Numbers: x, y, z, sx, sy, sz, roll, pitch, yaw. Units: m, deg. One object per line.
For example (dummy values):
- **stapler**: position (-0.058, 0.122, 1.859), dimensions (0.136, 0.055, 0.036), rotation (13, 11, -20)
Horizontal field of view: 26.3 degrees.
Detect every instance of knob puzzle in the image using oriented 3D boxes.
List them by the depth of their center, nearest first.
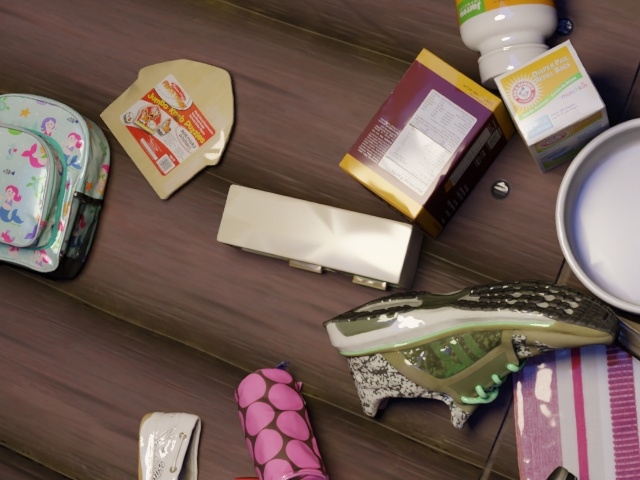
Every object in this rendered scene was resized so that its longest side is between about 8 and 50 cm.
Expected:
- **knob puzzle**: position (-0.208, -0.185, 2.050), dimensions (0.213, 0.030, 0.213), rotation (-2, 82, 14)

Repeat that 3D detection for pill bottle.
- **pill bottle**: position (0.255, -0.342, 1.901), dimensions (0.136, 0.136, 0.245), rotation (-10, 80, 12)

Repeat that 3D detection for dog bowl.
- **dog bowl**: position (0.451, -0.027, 1.827), dimensions (0.265, 0.104, 0.264), rotation (-2, 82, 14)

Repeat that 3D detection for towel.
- **towel**: position (0.426, 0.237, 1.835), dimensions (0.329, 0.037, 0.237), rotation (-4, 79, 12)

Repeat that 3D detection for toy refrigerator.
- **toy refrigerator**: position (0.000, 0.000, 1.937), dimensions (0.270, 0.102, 0.094), rotation (13, 86, 15)

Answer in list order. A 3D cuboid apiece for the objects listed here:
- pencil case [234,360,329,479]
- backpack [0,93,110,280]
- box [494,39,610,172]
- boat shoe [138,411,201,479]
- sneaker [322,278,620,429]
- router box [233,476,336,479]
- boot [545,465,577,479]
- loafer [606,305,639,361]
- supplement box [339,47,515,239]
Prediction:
- **pencil case**: position (-0.050, 0.269, 1.874), dimensions (0.095, 0.098, 0.209), rotation (-61, 32, 34)
- **backpack**: position (-0.437, -0.090, 2.021), dimensions (0.225, 0.191, 0.253), rotation (15, 81, 16)
- **box**: position (0.314, -0.176, 1.829), dimensions (0.114, 0.203, 0.103), rotation (-27, 77, 9)
- **boat shoe**: position (-0.204, 0.380, 1.937), dimensions (0.096, 0.098, 0.277), rotation (-5, 80, 14)
- **sneaker**: position (0.210, 0.160, 1.847), dimensions (0.410, 0.158, 0.182), rotation (-6, 102, 29)
- **router box**: position (0.028, 0.495, 1.872), dimensions (0.301, 0.082, 0.335), rotation (-2, 82, 14)
- **boot**: position (0.345, 0.418, 1.777), dimensions (0.179, 0.085, 0.236), rotation (21, 117, 13)
- **loafer**: position (0.428, 0.133, 1.810), dimensions (0.148, 0.056, 0.050), rotation (41, 87, 8)
- **supplement box**: position (0.150, -0.127, 1.870), dimensions (0.129, 0.191, 0.194), rotation (37, 92, 16)
